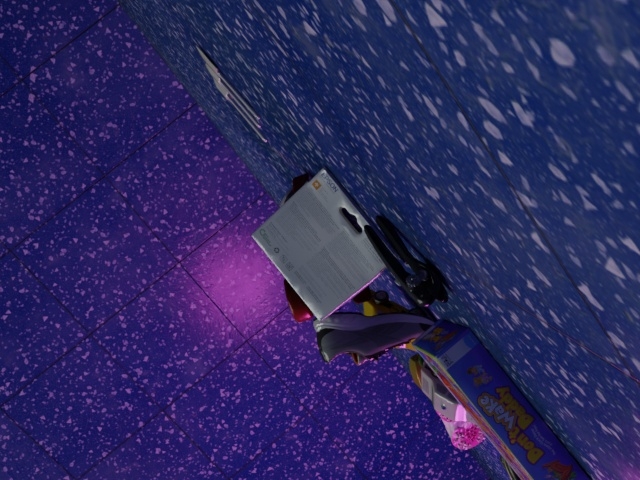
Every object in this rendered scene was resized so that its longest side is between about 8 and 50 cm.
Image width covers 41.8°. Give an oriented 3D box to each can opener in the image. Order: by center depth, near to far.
[{"bbox_3d":[0.127,0.033,1.320,0.186,0.059,0.073,48,176,30],"label":"can opener"}]

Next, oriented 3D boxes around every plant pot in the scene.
[{"bbox_3d":[0.295,0.360,2.369,0.083,0.081,0.081,63,173,-14],"label":"plant pot"}]

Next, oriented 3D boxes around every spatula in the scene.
[{"bbox_3d":[-0.204,-0.342,1.981,0.242,0.019,0.168,49,170,18],"label":"spatula"}]

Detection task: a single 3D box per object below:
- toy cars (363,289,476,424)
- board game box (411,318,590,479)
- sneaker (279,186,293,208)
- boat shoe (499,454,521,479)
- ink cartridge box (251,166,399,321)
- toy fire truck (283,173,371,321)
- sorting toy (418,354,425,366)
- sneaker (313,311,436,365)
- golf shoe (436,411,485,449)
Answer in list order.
[{"bbox_3d":[0.221,0.272,1.845,0.394,0.087,0.176,51,149,-2],"label":"toy cars"},{"bbox_3d":[0.320,0.307,1.518,0.347,0.078,0.233,51,176,-1],"label":"board game box"},{"bbox_3d":[0.000,0.000,2.231,0.180,0.124,0.321,20,142,30],"label":"sneaker"},{"bbox_3d":[0.462,0.519,1.646,0.305,0.109,0.091,53,-177,27],"label":"boat shoe"},{"bbox_3d":[0.012,0.006,1.588,0.223,0.224,0.045,52,-151,4],"label":"ink cartridge box"},{"bbox_3d":[-0.009,0.012,1.782,0.302,0.169,0.254,-91,-18,-68],"label":"toy fire truck"},{"bbox_3d":[0.247,0.246,1.950,0.042,0.061,0.102,-154,48,-83],"label":"sorting toy"},{"bbox_3d":[0.118,0.200,1.712,0.100,0.271,0.108,140,128,-71],"label":"sneaker"},{"bbox_3d":[0.373,0.459,2.298,0.306,0.115,0.140,63,180,-42],"label":"golf shoe"}]
